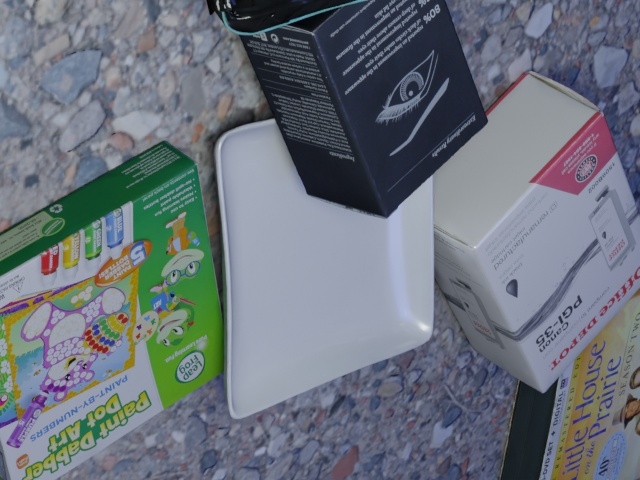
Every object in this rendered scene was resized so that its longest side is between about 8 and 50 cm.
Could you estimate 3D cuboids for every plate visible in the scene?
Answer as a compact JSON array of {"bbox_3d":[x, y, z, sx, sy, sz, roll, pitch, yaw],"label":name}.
[{"bbox_3d":[0.000,0.000,1.855,0.277,0.045,0.278,-19,116,-40],"label":"plate"}]

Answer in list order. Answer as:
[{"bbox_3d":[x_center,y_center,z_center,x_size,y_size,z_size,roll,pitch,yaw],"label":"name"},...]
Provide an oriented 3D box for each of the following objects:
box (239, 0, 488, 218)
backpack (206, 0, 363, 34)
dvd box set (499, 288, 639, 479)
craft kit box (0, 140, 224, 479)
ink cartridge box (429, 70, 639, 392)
[{"bbox_3d":[0.038,-0.149,1.737,0.153,0.108,0.207,-42,128,-28],"label":"box"},{"bbox_3d":[-0.013,-0.270,1.599,0.188,0.144,0.166,-12,126,-10],"label":"backpack"},{"bbox_3d":[0.398,0.158,2.409,0.420,0.062,0.307,-17,127,-39],"label":"dvd box set"},{"bbox_3d":[-0.202,0.073,1.726,0.250,0.061,0.246,-32,139,-27],"label":"craft kit box"},{"bbox_3d":[0.227,-0.005,2.069,0.207,0.117,0.283,-46,140,-13],"label":"ink cartridge box"}]
